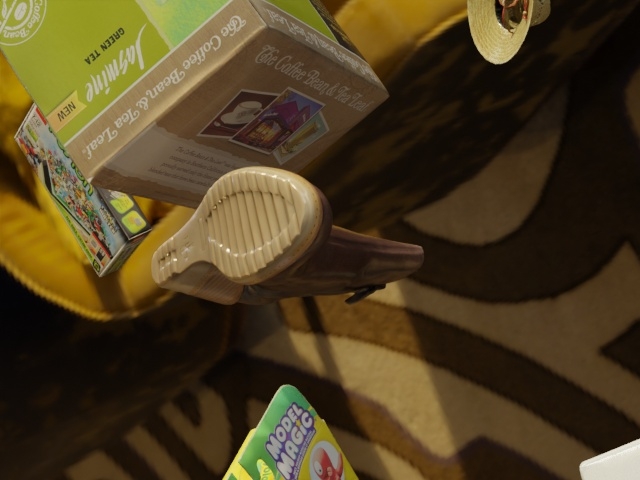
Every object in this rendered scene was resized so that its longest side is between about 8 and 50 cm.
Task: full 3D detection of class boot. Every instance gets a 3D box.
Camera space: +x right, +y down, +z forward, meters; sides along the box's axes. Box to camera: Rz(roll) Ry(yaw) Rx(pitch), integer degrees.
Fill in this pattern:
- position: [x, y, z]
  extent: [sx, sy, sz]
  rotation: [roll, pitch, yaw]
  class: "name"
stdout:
- position: [0.000, 0.000, 1.107]
  extent: [0.248, 0.207, 0.090]
  rotation: [-22, 70, 57]
  class: "boot"

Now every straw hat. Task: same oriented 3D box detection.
- position: [0.230, -0.272, 1.563]
  extent: [0.144, 0.061, 0.144]
  rotation: [174, 90, -67]
  class: "straw hat"

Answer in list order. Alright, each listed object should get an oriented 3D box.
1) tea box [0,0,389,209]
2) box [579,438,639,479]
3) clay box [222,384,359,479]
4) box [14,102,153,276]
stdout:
- position: [-0.147, -0.220, 1.319]
  extent: [0.220, 0.329, 0.323]
  rotation: [-40, 73, 13]
  class: "tea box"
- position: [0.251, 0.175, 0.682]
  extent: [0.181, 0.119, 0.181]
  rotation: [-26, 53, 16]
  class: "box"
- position: [-0.004, 0.194, 0.694]
  extent: [0.053, 0.127, 0.222]
  rotation: [-14, 117, 32]
  class: "clay box"
- position: [-0.285, -0.070, 1.626]
  extent: [0.207, 0.036, 0.114]
  rotation: [57, 144, 8]
  class: "box"
